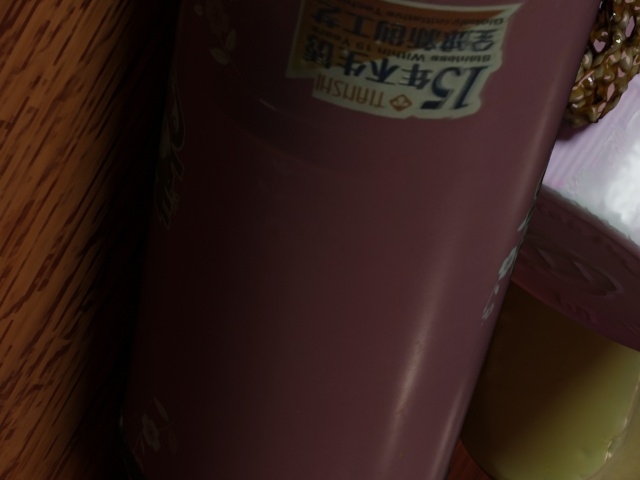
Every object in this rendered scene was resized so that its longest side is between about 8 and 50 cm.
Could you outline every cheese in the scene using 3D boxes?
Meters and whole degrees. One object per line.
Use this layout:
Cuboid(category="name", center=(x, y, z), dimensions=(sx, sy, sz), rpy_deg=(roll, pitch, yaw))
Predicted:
Cuboid(category="cheese", center=(0.185, 0.001, 1.032), dimensions=(0.316, 0.128, 0.259), rpy_deg=(-26, 140, -63))

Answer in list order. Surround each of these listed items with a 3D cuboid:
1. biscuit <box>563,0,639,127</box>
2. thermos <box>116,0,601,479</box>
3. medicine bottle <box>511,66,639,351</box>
Cuboid(category="biscuit", center=(0.085, -0.138, 0.608), dimensions=(0.131, 0.026, 0.237), rpy_deg=(-57, 148, -11))
Cuboid(category="thermos", center=(-0.006, 0.004, 0.587), dimensions=(0.110, 0.136, 0.330), rpy_deg=(-15, 140, -26))
Cuboid(category="medicine bottle", center=(0.165, -0.091, 0.787), dimensions=(0.254, 0.152, 0.152), rpy_deg=(-55, 162, -12))
